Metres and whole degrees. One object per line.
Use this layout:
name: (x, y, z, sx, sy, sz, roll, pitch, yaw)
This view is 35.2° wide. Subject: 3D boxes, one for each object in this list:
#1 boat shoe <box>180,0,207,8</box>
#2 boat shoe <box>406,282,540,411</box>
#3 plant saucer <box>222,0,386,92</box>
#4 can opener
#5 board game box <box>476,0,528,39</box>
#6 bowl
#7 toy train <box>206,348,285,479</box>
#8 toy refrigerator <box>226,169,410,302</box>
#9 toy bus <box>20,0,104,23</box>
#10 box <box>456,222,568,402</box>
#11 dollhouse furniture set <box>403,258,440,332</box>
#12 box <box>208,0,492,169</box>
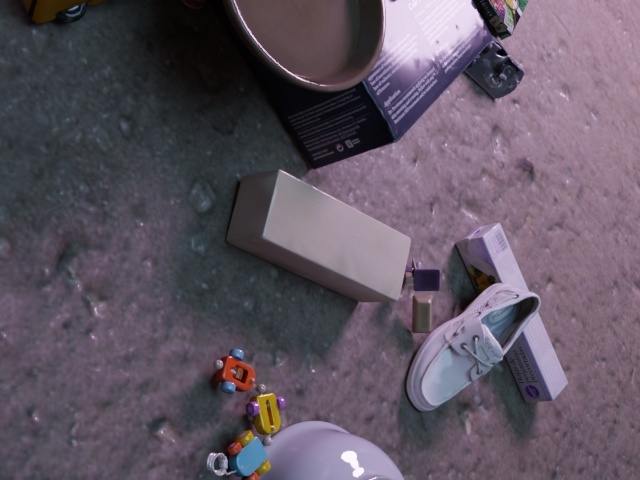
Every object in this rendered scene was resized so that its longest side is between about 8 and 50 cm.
boat shoe: (-0.182, -0.411, 1.390, 0.064, 0.060, 0.178, -6, 84, -45)
boat shoe: (0.248, 0.165, 1.608, 0.277, 0.096, 0.098, -44, 110, -24)
plant saucer: (-0.025, -0.319, 1.286, 0.277, 0.041, 0.278, 11, 73, -40)
can opener: (0.263, -0.361, 1.822, 0.283, 0.076, 0.095, 35, 25, -33)
board game box: (0.303, -0.520, 1.907, 0.260, 0.030, 0.136, 51, 42, -22)
bowl: (0.037, 0.390, 1.353, 0.297, 0.134, 0.298, 12, 72, -41)
toy train: (-0.110, 0.234, 1.313, 0.125, 0.046, 0.166, 29, 58, -35)
toy refrigerator: (0.000, 0.000, 1.445, 0.269, 0.094, 0.102, 25, 70, -37)
toy bus: (-0.231, -0.390, 1.260, 0.332, 0.108, 0.130, -30, 88, -29)
box: (0.335, 0.128, 1.756, 0.067, 0.063, 0.324, -36, 105, -42)
dollhouse furniture set: (0.141, 0.087, 1.617, 0.081, 0.090, 0.114, -92, -179, -73)
box: (0.054, -0.338, 1.519, 0.343, 0.179, 0.313, -47, 112, -41)
